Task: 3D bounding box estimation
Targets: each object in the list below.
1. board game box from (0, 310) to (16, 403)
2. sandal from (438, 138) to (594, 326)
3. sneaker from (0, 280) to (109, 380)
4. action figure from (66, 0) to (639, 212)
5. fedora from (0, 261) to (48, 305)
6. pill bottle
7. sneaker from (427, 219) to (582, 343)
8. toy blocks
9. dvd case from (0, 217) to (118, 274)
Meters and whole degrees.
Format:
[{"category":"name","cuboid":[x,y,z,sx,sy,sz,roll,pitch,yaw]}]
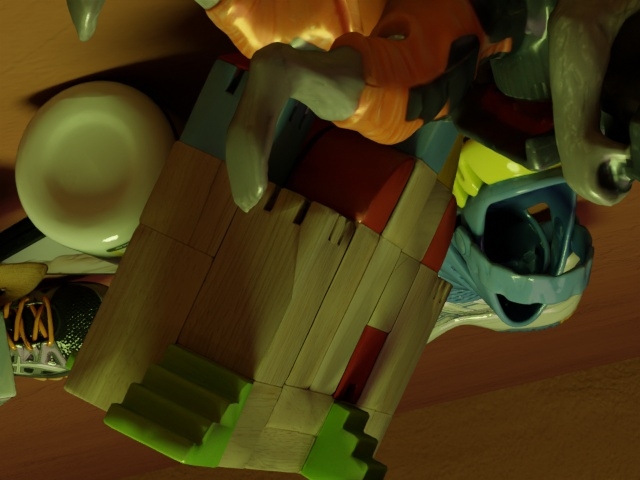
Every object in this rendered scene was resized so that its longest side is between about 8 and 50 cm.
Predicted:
[{"category":"board game box","cuboid":[-0.404,0.123,1.237,0.318,0.066,0.318,-8,173,-19]},{"category":"sandal","cuboid":[0.145,0.011,1.391,0.126,0.138,0.317,-13,166,-9]},{"category":"sneaker","cuboid":[-0.274,0.082,1.464,0.215,0.084,0.083,-14,163,13]},{"category":"action figure","cuboid":[0.093,-0.105,0.747,0.330,0.178,0.341,-12,-159,-25]},{"category":"fedora","cuboid":[-0.285,0.012,1.137,0.194,0.079,0.194,-12,171,-2]},{"category":"pill bottle","cuboid":[-0.109,-0.032,1.058,0.103,0.103,0.184,-15,167,13]},{"category":"sneaker","cuboid":[0.110,0.033,1.615,0.296,0.112,0.131,-12,150,-6]},{"category":"toy blocks","cuboid":[0.000,0.000,0.992,0.190,0.261,0.381,24,179,19]},{"category":"dvd case","cuboid":[-0.126,-0.005,1.338,0.253,0.022,0.180,0,162,-41]}]
